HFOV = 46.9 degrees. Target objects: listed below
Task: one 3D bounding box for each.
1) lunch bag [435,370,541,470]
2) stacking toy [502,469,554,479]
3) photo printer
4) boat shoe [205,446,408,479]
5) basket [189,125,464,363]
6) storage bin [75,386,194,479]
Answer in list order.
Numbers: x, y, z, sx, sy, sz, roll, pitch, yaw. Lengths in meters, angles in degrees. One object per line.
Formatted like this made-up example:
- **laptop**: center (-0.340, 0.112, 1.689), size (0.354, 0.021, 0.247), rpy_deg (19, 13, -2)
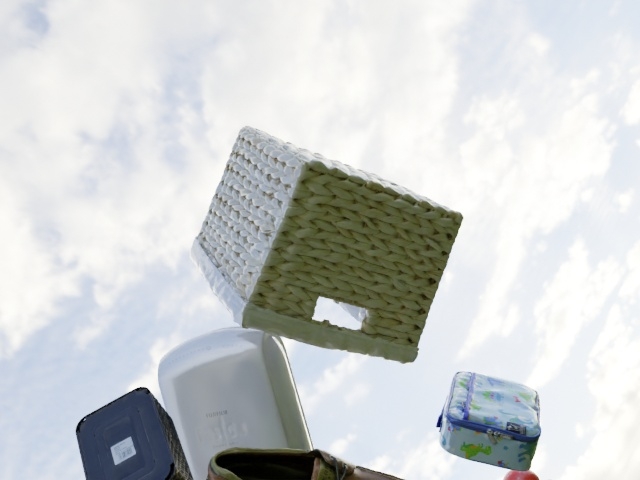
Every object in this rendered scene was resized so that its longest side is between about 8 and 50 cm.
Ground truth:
- **lunch bag**: center (0.306, 0.320, 1.337), size (0.219, 0.176, 0.090), rpy_deg (-37, -44, -68)
- **stacking toy**: center (0.559, 0.594, 1.623), size (0.141, 0.330, 0.141), rpy_deg (22, -90, -80)
- **photo printer**: center (-0.155, 0.311, 1.334), size (0.107, 0.256, 0.308), rpy_deg (-13, -92, -66)
- **boat shoe**: center (0.001, 0.332, 0.952), size (0.111, 0.307, 0.104), rpy_deg (-84, -4, -52)
- **basket**: center (0.000, 0.000, 1.226), size (0.328, 0.331, 0.266), rpy_deg (17, -82, -27)
- **storage bin**: center (-0.264, 0.315, 1.054), size (0.122, 0.180, 0.084), rpy_deg (-28, -48, -7)
